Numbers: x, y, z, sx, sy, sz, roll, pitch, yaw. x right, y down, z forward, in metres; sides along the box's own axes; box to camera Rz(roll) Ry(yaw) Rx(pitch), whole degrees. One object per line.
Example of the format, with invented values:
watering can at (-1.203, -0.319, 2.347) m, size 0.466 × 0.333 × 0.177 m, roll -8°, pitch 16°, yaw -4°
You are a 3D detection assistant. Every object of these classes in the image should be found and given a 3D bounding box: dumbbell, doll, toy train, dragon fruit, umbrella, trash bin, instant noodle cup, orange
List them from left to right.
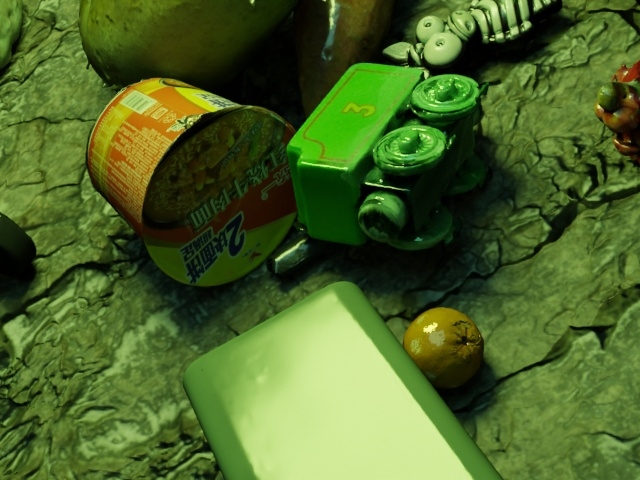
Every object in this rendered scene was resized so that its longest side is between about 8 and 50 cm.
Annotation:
dumbbell at (-0.414, 0.057, 1.719) m, size 0.100 × 0.100 × 0.191 m, roll 17°, pitch 60°, yaw 29°
instant noodle cup at (-0.148, -0.079, 1.673) m, size 0.213 × 0.213 × 0.174 m, roll -41°, pitch 44°, yaw -14°
umbrella at (0.001, 0.001, 1.661) m, size 0.133 × 0.031 × 0.036 m, roll -33°, pitch 63°, yaw -8°
trash bin at (0.031, 0.225, 1.401) m, size 0.223 × 0.158 × 0.343 m, roll -30°, pitch 45°, yaw -5°
toy train at (0.074, -0.092, 1.623) m, size 0.188 × 0.132 × 0.243 m, roll 8°, pitch 39°, yaw 24°
orange at (0.122, 0.107, 1.504) m, size 0.083 × 0.070 × 0.083 m, roll 8°, pitch 71°, yaw -24°
doll at (0.175, -0.241, 1.761) m, size 0.219 × 0.067 × 0.091 m, roll -29°, pitch 54°, yaw -1°
dragon fruit at (0.355, -0.140, 1.578) m, size 0.133 × 0.207 × 0.150 m, roll 17°, pitch 104°, yaw 44°

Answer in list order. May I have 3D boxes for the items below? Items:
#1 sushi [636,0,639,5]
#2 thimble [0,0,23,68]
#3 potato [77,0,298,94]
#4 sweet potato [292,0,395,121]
sushi at (0.360, -0.415, 1.732) m, size 0.212 × 0.215 × 0.227 m, roll 28°, pitch 67°, yaw 34°
thimble at (-0.548, -0.318, 1.996) m, size 0.291 × 0.195 × 0.291 m, roll -9°, pitch 53°, yaw 12°
potato at (-0.133, -0.304, 1.768) m, size 0.359 × 0.219 × 0.270 m, roll -31°, pitch 26°, yaw 53°
sweet potato at (0.026, -0.273, 1.810) m, size 0.131 × 0.131 × 0.337 m, roll 8°, pitch 74°, yaw 25°
